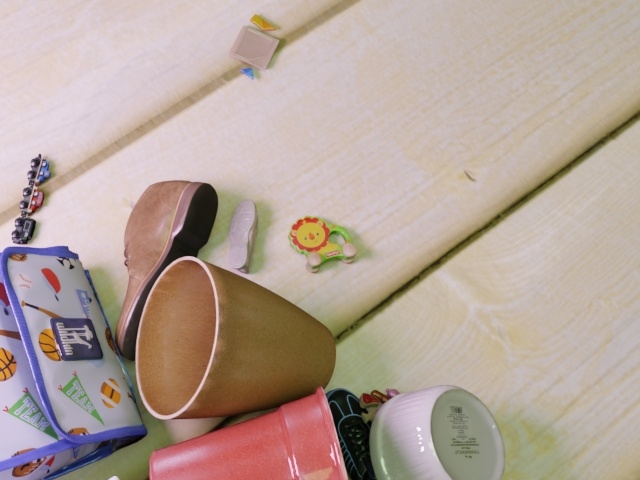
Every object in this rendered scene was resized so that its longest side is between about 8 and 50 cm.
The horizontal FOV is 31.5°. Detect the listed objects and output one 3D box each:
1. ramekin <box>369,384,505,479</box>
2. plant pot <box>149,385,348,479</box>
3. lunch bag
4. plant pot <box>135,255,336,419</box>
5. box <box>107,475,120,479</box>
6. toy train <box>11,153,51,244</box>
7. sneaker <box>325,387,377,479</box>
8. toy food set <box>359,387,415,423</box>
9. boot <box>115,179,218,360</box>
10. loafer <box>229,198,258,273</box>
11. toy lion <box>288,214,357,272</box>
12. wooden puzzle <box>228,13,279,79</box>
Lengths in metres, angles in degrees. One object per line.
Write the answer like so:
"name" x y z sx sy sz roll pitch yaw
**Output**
"ramekin" 0.184 0.316 1.712 0.207 0.109 0.207 22 53 -33
"plant pot" -0.096 0.371 1.630 0.265 0.272 0.272 -12 73 -5
"lunch bag" -0.475 0.197 1.642 0.385 0.239 0.328 -14 72 -30
"plant pot" -0.111 0.161 1.709 0.254 0.237 0.237 13 66 -35
"box" -0.280 0.526 1.493 0.215 0.168 0.345 -31 84 -42
"toy train" -0.466 -0.067 1.839 0.036 0.027 0.158 12 69 -8
"sneaker" 0.071 0.329 1.749 0.081 0.090 0.232 -22 76 -16
"toy food set" 0.108 0.264 1.796 0.122 0.019 0.078 8 41 -29
"boot" -0.269 0.043 1.812 0.115 0.112 0.305 11 71 28
"loafer" -0.124 -0.005 1.871 0.045 0.039 0.125 -5 64 25
"toy lion" 0.000 0.000 1.890 0.100 0.034 0.096 -14 66 -14
"wooden puzzle" -0.116 -0.339 2.001 0.078 0.014 0.116 29 68 6
